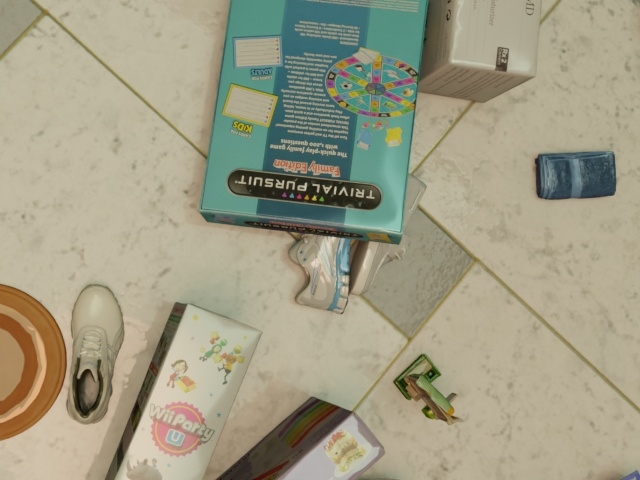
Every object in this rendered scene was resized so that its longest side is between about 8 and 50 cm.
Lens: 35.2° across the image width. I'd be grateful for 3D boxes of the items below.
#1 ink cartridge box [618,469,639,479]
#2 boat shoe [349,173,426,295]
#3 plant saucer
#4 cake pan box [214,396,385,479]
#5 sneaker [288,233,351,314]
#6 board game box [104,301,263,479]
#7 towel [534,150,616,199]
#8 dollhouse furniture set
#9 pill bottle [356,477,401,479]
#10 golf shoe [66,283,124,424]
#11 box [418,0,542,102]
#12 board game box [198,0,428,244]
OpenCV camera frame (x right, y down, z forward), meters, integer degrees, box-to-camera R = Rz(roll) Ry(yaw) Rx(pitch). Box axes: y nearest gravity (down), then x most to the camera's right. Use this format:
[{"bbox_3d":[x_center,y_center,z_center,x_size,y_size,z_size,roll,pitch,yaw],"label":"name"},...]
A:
[{"bbox_3d":[0.418,0.494,1.404,0.185,0.065,0.311,-24,95,-13],"label":"ink cartridge box"},{"bbox_3d":[0.092,-0.006,1.359,0.063,0.066,0.184,24,73,-10],"label":"boat shoe"},{"bbox_3d":[-0.416,0.152,1.244,0.200,0.037,0.200,1,87,-13],"label":"plant saucer"},{"bbox_3d":[-0.065,0.303,1.211,0.267,0.246,0.070,-40,92,-10],"label":"cake pan box"},{"bbox_3d":[0.000,0.000,1.332,0.082,0.071,0.191,5,86,-7],"label":"sneaker"},{"bbox_3d":[-0.181,0.228,1.198,0.097,0.224,0.303,22,83,-10],"label":"board game box"},{"bbox_3d":[0.365,-0.093,1.438,0.119,0.029,0.067,-3,89,-13],"label":"towel"},{"bbox_3d":[0.147,0.188,1.311,0.058,0.151,0.076,-39,95,-11],"label":"dollhouse furniture set"},{"bbox_3d":[0.070,0.474,1.264,0.181,0.181,0.323,-7,89,-13],"label":"pill bottle"},{"bbox_3d":[-0.279,0.141,1.251,0.069,0.086,0.176,2,85,-11],"label":"golf shoe"},{"bbox_3d":[0.204,-0.292,1.333,0.119,0.182,0.181,6,86,-12],"label":"box"},{"bbox_3d":[-0.004,-0.178,1.289,0.253,0.079,0.336,7,80,3],"label":"board game box"}]
